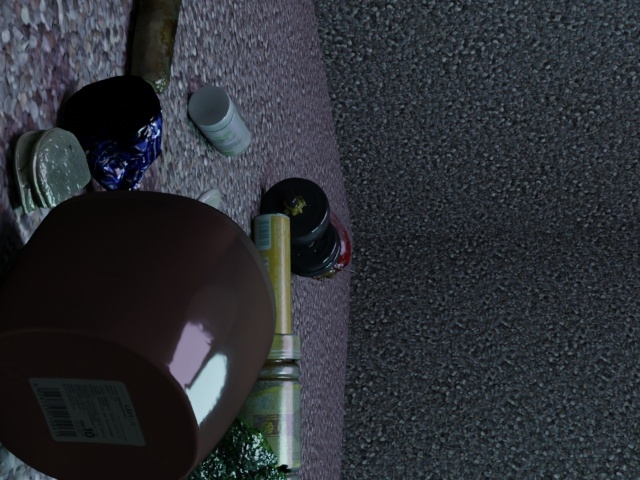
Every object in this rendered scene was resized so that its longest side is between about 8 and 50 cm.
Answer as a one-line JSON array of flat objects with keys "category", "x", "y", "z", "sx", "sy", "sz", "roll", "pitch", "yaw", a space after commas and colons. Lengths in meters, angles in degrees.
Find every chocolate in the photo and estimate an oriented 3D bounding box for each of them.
[{"category": "chocolate", "x": -0.262, "y": -0.053, "z": 1.238, "sx": 0.148, "sy": 0.126, "sz": 0.343, "roll": -96, "pitch": -177, "yaw": -46}]

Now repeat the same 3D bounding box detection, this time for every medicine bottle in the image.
[{"category": "medicine bottle", "x": -0.198, "y": -0.236, "z": 1.779, "sx": 0.183, "sy": 0.086, "sz": 0.086, "roll": 57, "pitch": 32, "yaw": -73}, {"category": "medicine bottle", "x": -0.117, "y": 0.368, "z": 1.920, "sx": 0.151, "sy": 0.151, "sz": 0.323, "roll": 51, "pitch": 37, "yaw": -76}, {"category": "medicine bottle", "x": -0.114, "y": 0.148, "z": 2.157, "sx": 0.108, "sy": 0.108, "sz": 0.426, "roll": 59, "pitch": 30, "yaw": -73}]

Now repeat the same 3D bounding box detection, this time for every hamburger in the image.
[{"category": "hamburger", "x": -0.320, "y": -0.090, "z": 1.040, "sx": 0.121, "sy": 0.054, "sz": 0.084, "roll": -63, "pitch": 151, "yaw": -59}]

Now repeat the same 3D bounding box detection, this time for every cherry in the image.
[{"category": "cherry", "x": 0.000, "y": 0.000, "z": 2.737, "sx": 0.175, "sy": 0.192, "sz": 0.250, "roll": -17, "pitch": -100, "yaw": 62}]

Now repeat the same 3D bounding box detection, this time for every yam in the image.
[{"category": "yam", "x": -0.263, "y": -0.378, "z": 1.447, "sx": 0.067, "sy": 0.071, "sz": 0.317, "roll": -38, "pitch": -134, "yaw": 54}]

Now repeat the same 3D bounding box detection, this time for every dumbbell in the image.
[{"category": "dumbbell", "x": -0.049, "y": -0.031, "z": 2.413, "sx": 0.388, "sy": 0.185, "sz": 0.185, "roll": 71, "pitch": 18, "yaw": -64}]

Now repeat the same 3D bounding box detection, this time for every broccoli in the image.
[{"category": "broccoli", "x": -0.190, "y": 0.365, "z": 1.315, "sx": 0.269, "sy": 0.269, "sz": 0.254, "roll": -82, "pitch": 171, "yaw": -50}]

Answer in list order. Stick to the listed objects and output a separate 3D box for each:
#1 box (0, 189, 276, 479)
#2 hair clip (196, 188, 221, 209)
[{"category": "box", "x": -0.214, "y": 0.113, "z": 0.952, "sx": 0.216, "sy": 0.300, "sz": 0.301, "roll": -67, "pitch": 154, "yaw": -54}, {"category": "hair clip", "x": -0.221, "y": 0.055, "z": 1.448, "sx": 0.172, "sy": 0.113, "sz": 0.282, "roll": 56, "pitch": 33, "yaw": -74}]
